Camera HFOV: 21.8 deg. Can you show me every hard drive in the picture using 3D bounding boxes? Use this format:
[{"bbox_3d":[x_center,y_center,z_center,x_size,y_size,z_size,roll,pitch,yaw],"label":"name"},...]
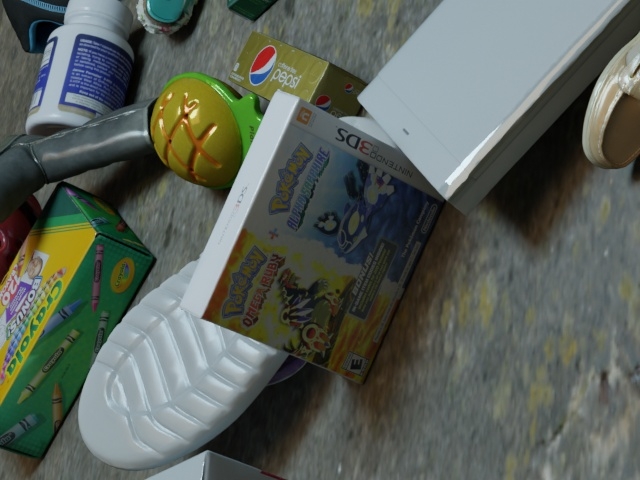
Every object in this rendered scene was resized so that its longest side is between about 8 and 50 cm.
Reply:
[{"bbox_3d":[0.177,-0.186,1.394,0.307,0.040,0.203,-48,35,9],"label":"hard drive"}]

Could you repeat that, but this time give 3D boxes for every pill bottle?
[{"bbox_3d":[-0.292,-0.206,2.061,0.112,0.112,0.187,-17,56,50],"label":"pill bottle"}]

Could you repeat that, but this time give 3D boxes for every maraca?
[{"bbox_3d":[-0.110,-0.112,1.751,0.185,0.099,0.127,16,122,44],"label":"maraca"}]

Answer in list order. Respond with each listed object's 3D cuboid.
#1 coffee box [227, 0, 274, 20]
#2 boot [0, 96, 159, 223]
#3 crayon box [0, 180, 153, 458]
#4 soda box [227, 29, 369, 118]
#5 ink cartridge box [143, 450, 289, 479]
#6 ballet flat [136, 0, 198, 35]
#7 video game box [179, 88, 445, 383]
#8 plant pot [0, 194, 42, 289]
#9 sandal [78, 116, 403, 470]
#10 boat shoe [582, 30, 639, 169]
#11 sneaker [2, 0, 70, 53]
[{"bbox_3d":[-0.036,-0.341,1.850,0.184,0.040,0.113,-36,42,38],"label":"coffee box"},{"bbox_3d":[-0.283,-0.090,1.906,0.208,0.076,0.190,-6,35,17],"label":"boot"},{"bbox_3d":[-0.314,0.090,1.922,0.278,0.081,0.165,-60,32,8],"label":"crayon box"},{"bbox_3d":[-0.024,-0.162,1.697,0.181,0.058,0.061,32,96,57],"label":"soda box"},{"bbox_3d":[-0.107,0.281,1.456,0.176,0.128,0.127,-29,47,44],"label":"ink cartridge box"},{"bbox_3d":[-0.168,-0.359,2.020,0.241,0.091,0.077,-67,10,-10],"label":"ballet flat"},{"bbox_3d":[0.000,0.000,1.435,0.048,0.187,0.205,22,88,58],"label":"video game box"},{"bbox_3d":[-0.444,0.008,2.069,0.191,0.191,0.174,-23,48,46],"label":"plant pot"},{"bbox_3d":[-0.054,0.069,1.562,0.416,0.102,0.169,-45,50,7],"label":"sandal"},{"bbox_3d":[0.260,-0.126,1.261,0.170,0.063,0.059,-61,27,6],"label":"boat shoe"},{"bbox_3d":[-0.298,-0.358,2.201,0.340,0.125,0.140,-23,79,43],"label":"sneaker"}]
